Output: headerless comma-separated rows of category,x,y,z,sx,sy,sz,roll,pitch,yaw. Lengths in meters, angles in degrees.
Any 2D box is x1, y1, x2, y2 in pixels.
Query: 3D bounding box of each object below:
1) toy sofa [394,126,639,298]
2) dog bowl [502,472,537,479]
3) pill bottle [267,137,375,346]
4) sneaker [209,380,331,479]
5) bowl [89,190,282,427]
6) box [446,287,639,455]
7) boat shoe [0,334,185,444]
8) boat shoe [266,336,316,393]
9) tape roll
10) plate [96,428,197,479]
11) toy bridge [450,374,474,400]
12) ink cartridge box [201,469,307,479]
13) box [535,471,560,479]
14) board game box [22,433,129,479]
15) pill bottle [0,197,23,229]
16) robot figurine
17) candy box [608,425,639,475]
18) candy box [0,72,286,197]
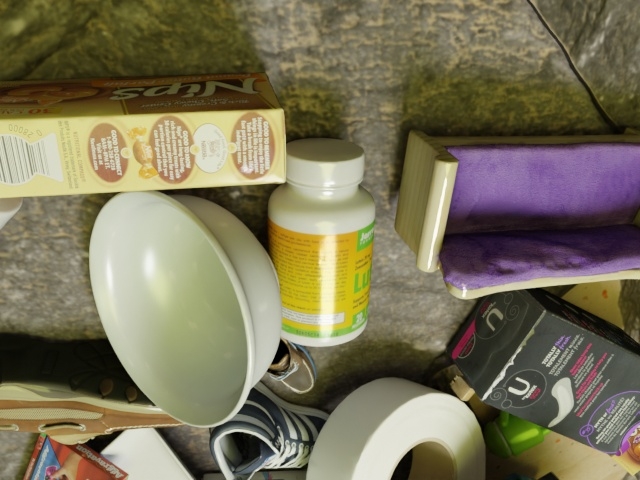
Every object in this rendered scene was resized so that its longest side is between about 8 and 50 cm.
toy sofa,0.291,-0.046,0.833,0.363,0.177,0.150,-3,120,-16
dog bowl,0.306,0.532,1.150,0.074,0.166,0.297,33,107,2
pill bottle,0.000,0.000,0.847,0.137,0.136,0.245,-3,116,-10
sneaker,-0.055,0.307,0.973,0.282,0.153,0.099,36,105,-24
bowl,-0.145,0.067,0.815,0.134,0.298,0.297,-23,126,-46
box,0.360,0.185,0.999,0.271,0.143,0.165,26,105,-20
boat shoe,-0.334,0.213,0.905,0.324,0.122,0.119,10,118,-6
boat shoe,-0.065,0.168,0.954,0.066,0.066,0.183,-35,116,7
tape roll,0.120,0.355,0.988,0.286,0.100,0.286,-3,96,-36
plate,-0.254,0.432,0.991,0.277,0.045,0.278,-41,89,22
toy bridge,0.271,0.233,1.049,0.188,0.063,0.026,17,112,-39
ink cartridge box,-0.092,0.464,1.076,0.213,0.093,0.154,3,115,-10
box,0.226,0.536,0.954,0.395,0.097,0.318,-32,130,-1
board game box,-0.398,0.424,0.998,0.145,0.027,0.281,29,109,9
pill bottle,-0.520,0.024,0.719,0.363,0.210,0.210,-41,116,9
robot figurine,0.325,0.320,1.100,0.115,0.067,0.101,-28,125,3
candy box,0.526,0.320,1.148,0.109,0.053,0.187,-44,116,11
candy box,-0.205,-0.122,0.723,0.317,0.183,0.087,-3,116,-9
